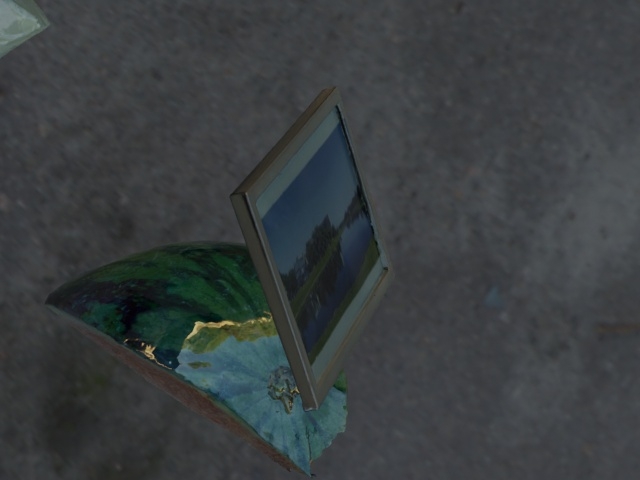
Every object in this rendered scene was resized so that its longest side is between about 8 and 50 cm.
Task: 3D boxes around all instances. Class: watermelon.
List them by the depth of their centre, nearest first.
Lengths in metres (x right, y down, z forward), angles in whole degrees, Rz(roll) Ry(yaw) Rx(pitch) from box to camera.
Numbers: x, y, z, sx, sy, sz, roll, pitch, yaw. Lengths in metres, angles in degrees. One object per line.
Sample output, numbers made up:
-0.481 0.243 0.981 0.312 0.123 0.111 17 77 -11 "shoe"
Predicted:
-0.085 0.055 1.155 0.146 0.231 0.128 21 91 -36 "watermelon"

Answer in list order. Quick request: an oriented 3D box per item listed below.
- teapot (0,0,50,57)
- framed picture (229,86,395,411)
-0.156 -0.081 0.720 0.057 0.067 0.083 44 96 -6 "teapot"
0.000 0.000 0.842 0.149 0.011 0.109 -55 131 -61 "framed picture"
